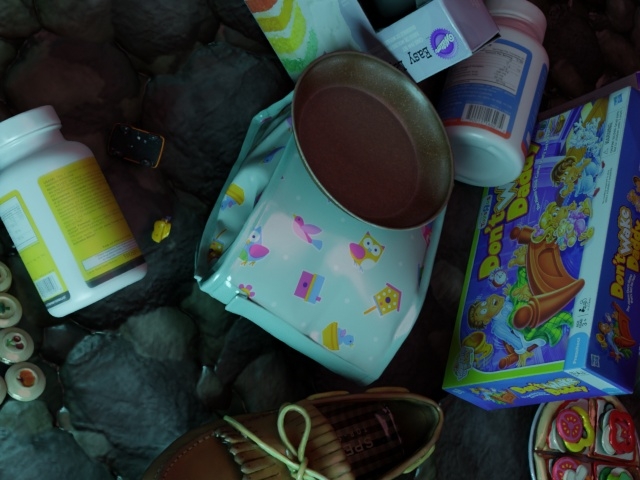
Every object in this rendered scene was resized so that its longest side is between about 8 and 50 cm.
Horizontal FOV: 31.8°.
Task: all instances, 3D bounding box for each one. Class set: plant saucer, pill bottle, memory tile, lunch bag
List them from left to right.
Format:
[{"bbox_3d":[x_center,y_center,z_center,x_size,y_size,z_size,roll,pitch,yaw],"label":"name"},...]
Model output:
[{"bbox_3d":[-0.316,0.085,1.007,0.113,0.012,0.148,-8,63,-35],"label":"memory tile"},{"bbox_3d":[-0.246,-0.029,1.058,0.103,0.103,0.184,-28,94,-35],"label":"pill bottle"},{"bbox_3d":[0.000,0.000,1.184,0.223,0.160,0.262,35,55,-23],"label":"lunch bag"},{"bbox_3d":[0.047,-0.095,1.129,0.198,0.036,0.199,16,60,-28],"label":"plant saucer"},{"bbox_3d":[0.215,-0.189,1.396,0.124,0.124,0.222,31,63,-24],"label":"pill bottle"}]

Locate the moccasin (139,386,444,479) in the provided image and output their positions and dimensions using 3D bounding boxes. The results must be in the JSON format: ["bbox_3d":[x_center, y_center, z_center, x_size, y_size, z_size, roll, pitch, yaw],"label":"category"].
[{"bbox_3d":[-0.016,0.218,1.074,0.380,0.147,0.139,-1,67,-47],"label":"moccasin"}]

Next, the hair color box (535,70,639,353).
[{"bbox_3d":[0.394,-0.025,1.437,0.110,0.185,0.339,-1,78,-34],"label":"hair color box"}]

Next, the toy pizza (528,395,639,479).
[{"bbox_3d":[0.344,0.276,1.421,0.201,0.032,0.201,9,73,-32],"label":"toy pizza"}]

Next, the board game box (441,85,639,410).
[{"bbox_3d":[0.277,0.015,1.319,0.078,0.233,0.347,27,64,-26],"label":"board game box"}]

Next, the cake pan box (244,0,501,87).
[{"bbox_3d":[0.037,-0.271,1.210,0.070,0.266,0.246,-41,104,-39],"label":"cake pan box"}]

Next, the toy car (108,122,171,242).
[{"bbox_3d":[-0.185,-0.060,1.160,0.040,0.060,0.122,-29,119,-78],"label":"toy car"}]
